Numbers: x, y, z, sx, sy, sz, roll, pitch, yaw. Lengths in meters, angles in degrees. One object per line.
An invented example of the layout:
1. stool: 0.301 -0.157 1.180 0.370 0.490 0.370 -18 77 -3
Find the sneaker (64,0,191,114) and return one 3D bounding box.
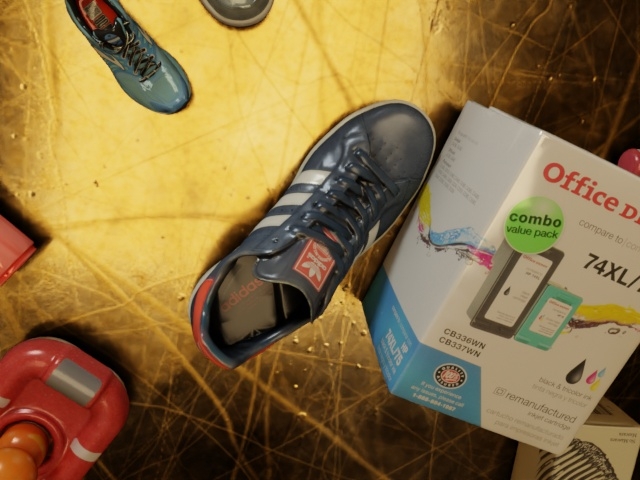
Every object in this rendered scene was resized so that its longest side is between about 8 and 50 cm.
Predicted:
1. sneaker: -0.197 -0.189 0.608 0.063 0.073 0.162 -43 104 3

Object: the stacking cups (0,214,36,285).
1. stacking cups: -0.429 -0.070 0.593 0.096 0.096 0.316 -44 104 4

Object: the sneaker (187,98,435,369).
1. sneaker: 0.000 0.000 0.638 0.131 0.148 0.350 40 95 -14

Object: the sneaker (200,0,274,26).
1. sneaker: -0.092 -0.347 0.531 0.124 0.178 0.295 -13 104 -4

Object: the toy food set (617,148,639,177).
1. toy food set: 0.352 -0.018 0.698 0.105 0.111 0.232 4 105 -9

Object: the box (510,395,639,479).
1. box: 0.307 0.336 0.782 0.113 0.094 0.275 5 101 -8

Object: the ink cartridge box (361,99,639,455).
1. ink cartridge box: 0.198 0.028 0.629 0.198 0.197 0.270 22 107 -12

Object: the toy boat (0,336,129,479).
1. toy boat: -0.318 0.226 0.646 0.151 0.151 0.231 37 96 -13
